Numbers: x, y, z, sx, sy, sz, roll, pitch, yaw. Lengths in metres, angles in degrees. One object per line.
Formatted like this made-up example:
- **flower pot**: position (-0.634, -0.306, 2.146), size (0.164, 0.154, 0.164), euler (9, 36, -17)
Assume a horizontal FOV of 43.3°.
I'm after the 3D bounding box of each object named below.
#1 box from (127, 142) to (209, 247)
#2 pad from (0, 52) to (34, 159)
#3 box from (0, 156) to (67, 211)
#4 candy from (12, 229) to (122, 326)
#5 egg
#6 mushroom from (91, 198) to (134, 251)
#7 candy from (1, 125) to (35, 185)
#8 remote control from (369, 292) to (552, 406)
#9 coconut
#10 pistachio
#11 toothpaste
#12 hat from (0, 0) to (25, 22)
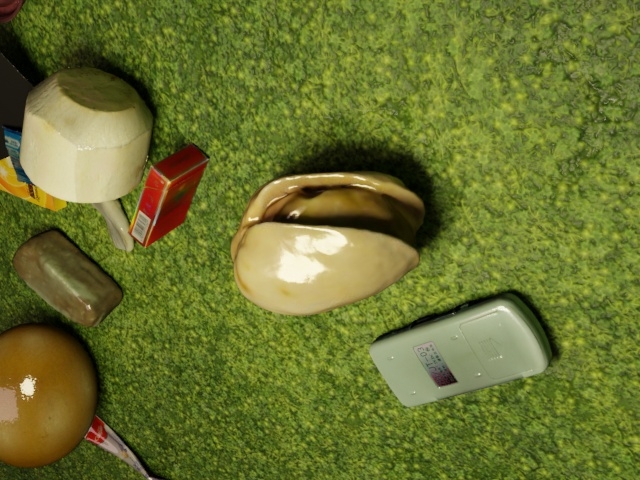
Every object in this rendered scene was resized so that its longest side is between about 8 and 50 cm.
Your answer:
- **box**: position (-0.270, -0.079, 1.418), size (0.048, 0.112, 0.175), euler (39, 131, 10)
- **pad**: position (-0.700, -0.281, 1.528), size (0.375, 0.063, 0.315), euler (-16, 134, 25)
- **box**: position (-0.642, -0.168, 1.664), size (0.269, 0.043, 0.152), euler (20, 126, 25)
- **candy**: position (-0.533, 0.080, 1.697), size (0.234, 0.104, 0.102), euler (42, 133, 5)
- **egg**: position (-0.648, 0.348, 1.817), size (0.282, 0.282, 0.351), euler (25, 127, 20)
- **mushroom**: position (-0.414, -0.068, 1.570), size (0.059, 0.054, 0.202), euler (1, 122, 40)
- **candy**: position (-0.568, -0.156, 1.564), size (0.088, 0.038, 0.136), euler (15, 134, 13)
- **remote control**: position (0.216, 0.175, 1.277), size (0.296, 0.056, 0.140), euler (-27, 102, 40)
- **coconut**: position (-0.404, -0.171, 1.389), size (0.241, 0.241, 0.241), euler (17, 125, 26)
- **pistachio**: position (0.000, 0.000, 1.215), size (0.321, 0.229, 0.238), euler (-12, 152, 33)
- **toothpaste**: position (-0.463, 0.538, 1.969), size (0.301, 0.048, 0.075), euler (35, 135, 15)
- **hat**: position (-0.603, -0.481, 1.417), size (0.205, 0.089, 0.205), euler (17, 125, 26)
